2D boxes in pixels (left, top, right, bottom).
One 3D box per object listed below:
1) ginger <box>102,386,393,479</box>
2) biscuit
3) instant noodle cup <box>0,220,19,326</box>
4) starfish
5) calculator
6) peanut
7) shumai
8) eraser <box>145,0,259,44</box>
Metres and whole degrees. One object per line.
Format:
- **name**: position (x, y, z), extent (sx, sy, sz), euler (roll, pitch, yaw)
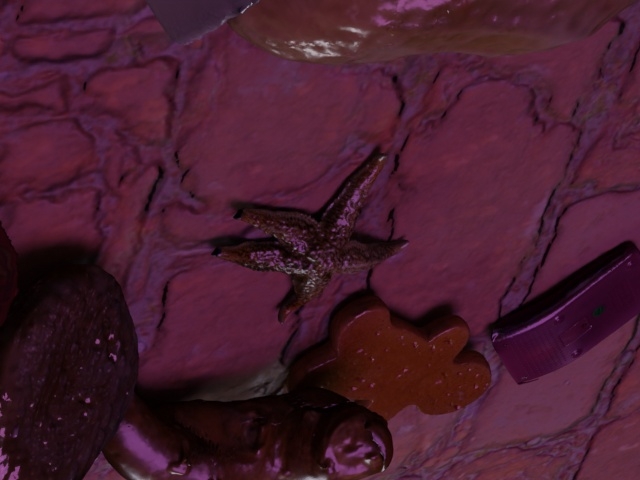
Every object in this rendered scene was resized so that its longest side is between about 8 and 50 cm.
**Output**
- **ginger**: position (-0.085, 0.196, 1.695), extent (0.309, 0.107, 0.133), euler (1, 165, -15)
- **biscuit**: position (0.081, 0.129, 1.810), extent (0.250, 0.036, 0.165), euler (16, 126, -41)
- **instant noodle cup**: position (-0.371, 0.026, 1.321), extent (0.274, 0.091, 0.274), euler (-19, 144, -15)
- **starfish**: position (0.001, 0.001, 1.600), extent (0.223, 0.050, 0.217), euler (1, 127, -42)
- **calculator**: position (0.280, 0.084, 1.896), extent (0.190, 0.034, 0.127), euler (-33, 143, 3)
- **peanut**: position (0.097, -0.213, 1.303), extent (0.340, 0.174, 0.158), euler (-7, 104, -28)
- **shumai**: position (-0.249, 0.121, 1.489), extent (0.161, 0.210, 0.153), euler (28, 161, -39)
- **eraser**: position (0.008, -0.262, 1.056), extent (0.331, 0.331, 0.150), euler (-33, 100, 4)
